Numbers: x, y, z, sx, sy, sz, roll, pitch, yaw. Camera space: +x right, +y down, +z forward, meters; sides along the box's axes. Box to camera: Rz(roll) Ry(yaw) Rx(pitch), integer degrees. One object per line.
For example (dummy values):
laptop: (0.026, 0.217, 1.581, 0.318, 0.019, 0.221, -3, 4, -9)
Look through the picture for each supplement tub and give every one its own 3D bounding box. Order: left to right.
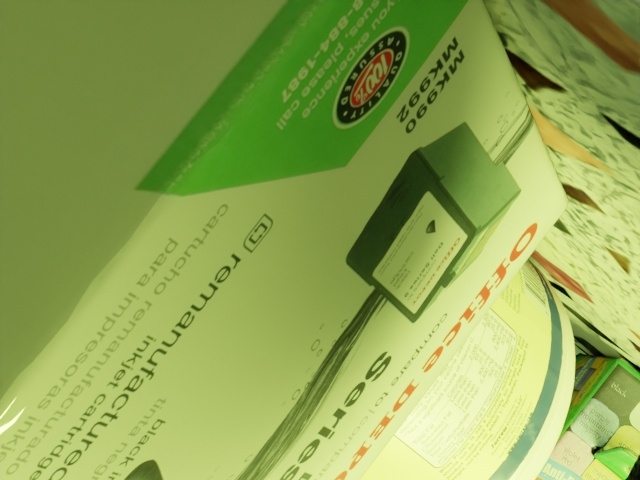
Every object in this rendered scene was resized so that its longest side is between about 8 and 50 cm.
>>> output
supplement tub: (-0.023, 0.029, 0.810, 0.325, 0.235, 0.235, 41, 178, -37)

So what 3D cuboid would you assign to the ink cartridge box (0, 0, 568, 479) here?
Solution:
ink cartridge box: (-0.032, -0.009, 0.494, 0.121, 0.211, 0.289, 38, 179, 24)

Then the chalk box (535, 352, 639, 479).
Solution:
chalk box: (0.221, 0.175, 1.024, 0.132, 0.132, 0.213, 39, 178, 3)

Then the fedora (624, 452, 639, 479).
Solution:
fedora: (0.197, 0.168, 0.378, 0.152, 0.334, 0.334, 5, -172, -14)
